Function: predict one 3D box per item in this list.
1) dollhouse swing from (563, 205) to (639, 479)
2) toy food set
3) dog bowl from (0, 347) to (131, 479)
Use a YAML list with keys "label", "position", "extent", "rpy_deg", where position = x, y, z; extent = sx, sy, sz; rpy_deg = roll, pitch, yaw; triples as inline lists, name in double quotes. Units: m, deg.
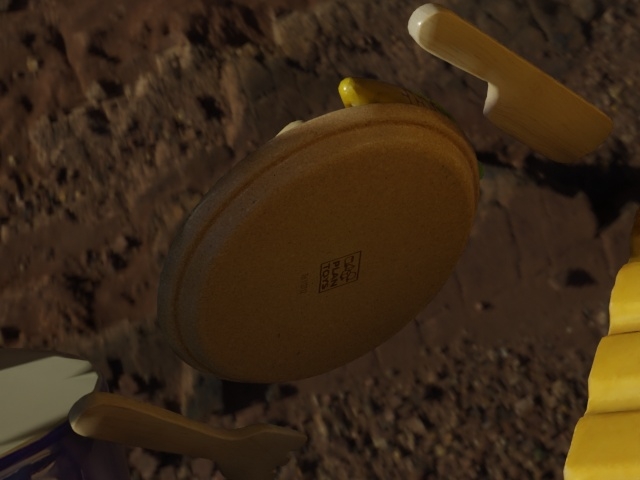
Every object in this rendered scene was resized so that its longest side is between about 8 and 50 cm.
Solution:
- label: "dollhouse swing"
  position: [0.162, -0.076, 0.284]
  extent: [0.315, 0.347, 0.305]
  rpy_deg: [-9, 122, 29]
- label: "toy food set"
  position: [0.000, 0.000, 0.501]
  extent: [0.192, 0.038, 0.132]
  rpy_deg: [-47, 141, 14]
- label: "dog bowl"
  position: [-0.199, 0.124, 0.538]
  extent: [0.265, 0.265, 0.104]
  rpy_deg: [-11, 100, -9]
